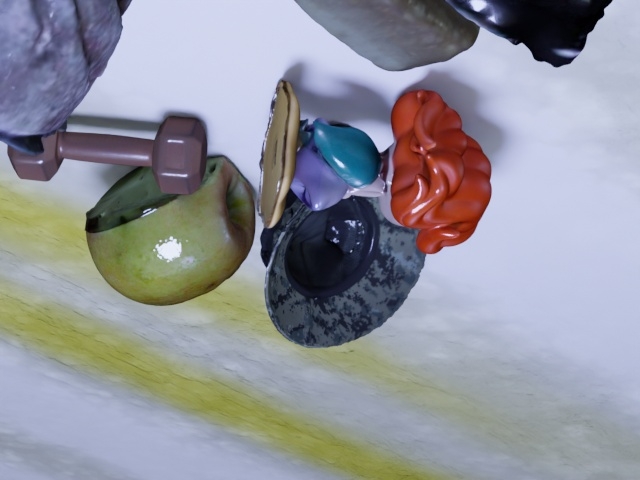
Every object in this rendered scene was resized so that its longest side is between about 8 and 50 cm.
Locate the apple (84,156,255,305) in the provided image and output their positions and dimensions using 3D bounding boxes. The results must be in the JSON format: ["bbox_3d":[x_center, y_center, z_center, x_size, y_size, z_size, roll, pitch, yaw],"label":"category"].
[{"bbox_3d":[-0.180,-0.008,2.066,0.188,0.174,0.207,-4,168,30],"label":"apple"}]

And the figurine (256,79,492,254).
[{"bbox_3d":[0.072,-0.078,1.832,0.257,0.181,0.208,7,121,-11],"label":"figurine"}]

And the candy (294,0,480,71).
[{"bbox_3d":[0.045,-0.248,1.561,0.104,0.102,0.234,-15,148,40],"label":"candy"}]

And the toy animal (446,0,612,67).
[{"bbox_3d":[0.125,-0.286,1.357,0.266,0.213,0.212,22,152,-20],"label":"toy animal"}]

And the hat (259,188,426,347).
[{"bbox_3d":[0.000,0.000,2.041,0.128,0.265,0.265,30,172,39],"label":"hat"}]

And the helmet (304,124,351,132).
[{"bbox_3d":[0.004,-0.100,1.942,0.084,0.049,0.065,-11,148,34],"label":"helmet"}]

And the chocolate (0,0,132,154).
[{"bbox_3d":[-0.269,-0.259,1.470,0.213,0.303,0.303,-41,133,22],"label":"chocolate"}]

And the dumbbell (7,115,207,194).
[{"bbox_3d":[-0.249,-0.107,1.962,0.230,0.092,0.082,5,-178,4],"label":"dumbbell"}]
